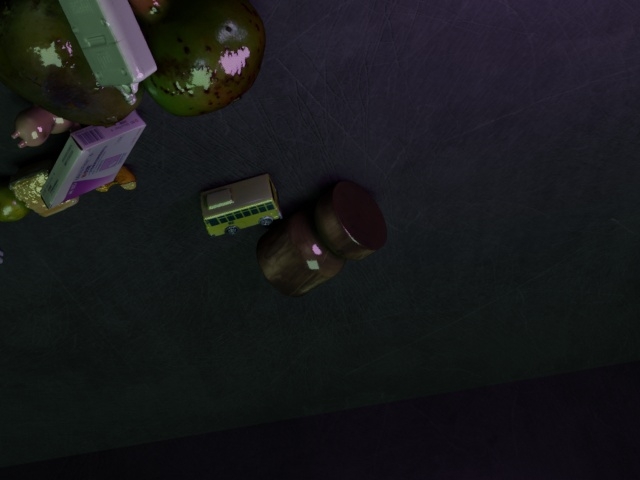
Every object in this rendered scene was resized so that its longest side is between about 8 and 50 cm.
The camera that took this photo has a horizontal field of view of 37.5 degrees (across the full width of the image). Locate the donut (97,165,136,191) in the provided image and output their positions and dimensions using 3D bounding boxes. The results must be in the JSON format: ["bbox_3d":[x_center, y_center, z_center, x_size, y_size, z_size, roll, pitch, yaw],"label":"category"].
[{"bbox_3d":[-0.433,-0.120,1.987,0.083,0.067,0.038,-41,170,-8],"label":"donut"}]

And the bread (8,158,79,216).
[{"bbox_3d":[-0.566,-0.113,1.946,0.106,0.082,0.125,-26,137,7],"label":"bread"}]

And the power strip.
[{"bbox_3d":[-0.345,-0.362,1.431,0.098,0.058,0.338,1,123,38],"label":"power strip"}]

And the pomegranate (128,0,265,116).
[{"bbox_3d":[-0.208,-0.348,1.551,0.230,0.231,0.286,-14,122,7],"label":"pomegranate"}]

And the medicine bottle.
[{"bbox_3d":[-0.448,-0.160,1.843,0.171,0.052,0.201,-33,170,-46],"label":"medicine bottle"}]

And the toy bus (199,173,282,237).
[{"bbox_3d":[-0.182,-0.079,2.104,0.175,0.088,0.101,-15,148,5],"label":"toy bus"}]

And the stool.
[{"bbox_3d":[0.000,0.000,2.197,0.179,0.179,0.264,21,138,-41],"label":"stool"}]

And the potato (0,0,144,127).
[{"bbox_3d":[-0.424,-0.300,1.576,0.210,0.173,0.307,-24,143,25],"label":"potato"}]

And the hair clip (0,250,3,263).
[{"bbox_3d":[-0.767,0.017,2.151,0.039,0.030,0.115,-11,149,5],"label":"hair clip"}]

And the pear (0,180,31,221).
[{"bbox_3d":[-0.649,-0.079,1.971,0.097,0.092,0.092,16,141,-37],"label":"pear"}]

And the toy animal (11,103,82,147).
[{"bbox_3d":[-0.507,-0.220,1.748,0.150,0.089,0.083,-38,163,-31],"label":"toy animal"}]
